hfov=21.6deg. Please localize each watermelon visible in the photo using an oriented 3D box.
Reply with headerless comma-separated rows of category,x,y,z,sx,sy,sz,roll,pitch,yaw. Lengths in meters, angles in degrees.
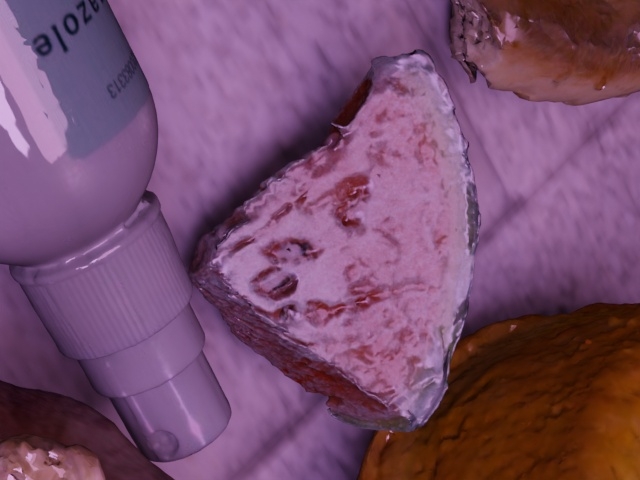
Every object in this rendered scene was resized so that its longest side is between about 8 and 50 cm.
watermelon,0.000,0.000,0.818,0.139,0.071,0.187,0,95,-23

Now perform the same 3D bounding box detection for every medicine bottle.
medicine bottle,-0.128,-0.059,0.681,0.110,0.110,0.352,-38,118,-26

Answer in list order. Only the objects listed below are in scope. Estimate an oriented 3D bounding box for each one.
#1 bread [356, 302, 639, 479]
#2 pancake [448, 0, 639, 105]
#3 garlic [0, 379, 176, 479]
bread,0.193,0.195,0.868,0.358,0.204,0.337,-6,86,-38
pancake,0.136,-0.251,0.872,0.382,0.071,0.382,-6,100,-36
garlic,-0.124,0.128,0.610,0.245,0.253,0.245,13,49,-15
